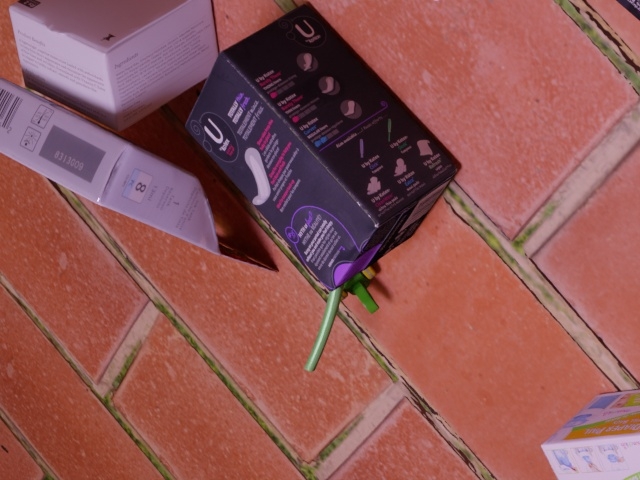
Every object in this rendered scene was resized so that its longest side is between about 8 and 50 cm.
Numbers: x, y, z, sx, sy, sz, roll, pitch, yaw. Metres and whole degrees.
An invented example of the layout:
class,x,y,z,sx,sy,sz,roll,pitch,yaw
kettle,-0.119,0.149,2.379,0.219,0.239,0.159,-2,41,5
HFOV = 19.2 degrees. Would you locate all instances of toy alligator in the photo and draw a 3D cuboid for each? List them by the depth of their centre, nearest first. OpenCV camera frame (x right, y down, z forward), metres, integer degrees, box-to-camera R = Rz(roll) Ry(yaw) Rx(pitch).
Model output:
class,x,y,z,sx,sy,sz,roll,pitch,yaw
toy alligator,0.013,0.011,2.333,0.189,0.056,0.051,52,-174,4

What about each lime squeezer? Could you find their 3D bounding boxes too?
class,x,y,z,sx,sy,sz,roll,pitch,yaw
lime squeezer,0.000,0.000,2.279,0.110,0.059,0.310,-11,91,9

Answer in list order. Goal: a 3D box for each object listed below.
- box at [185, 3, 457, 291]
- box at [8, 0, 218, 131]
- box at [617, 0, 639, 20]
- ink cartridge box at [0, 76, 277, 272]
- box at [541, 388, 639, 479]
class,x,y,z,sx,sy,sz,roll,pitch,yaw
box,-0.002,-0.106,2.167,0.270,0.143,0.165,48,145,10
box,-0.251,-0.248,2.313,0.181,0.182,0.119,27,138,35
box,0.286,-0.271,1.745,0.116,0.029,0.162,45,165,15
ink cartridge box,-0.249,-0.087,2.404,0.308,0.385,0.091,26,92,35
box,0.359,0.229,2.044,0.203,0.114,0.103,-15,106,52
